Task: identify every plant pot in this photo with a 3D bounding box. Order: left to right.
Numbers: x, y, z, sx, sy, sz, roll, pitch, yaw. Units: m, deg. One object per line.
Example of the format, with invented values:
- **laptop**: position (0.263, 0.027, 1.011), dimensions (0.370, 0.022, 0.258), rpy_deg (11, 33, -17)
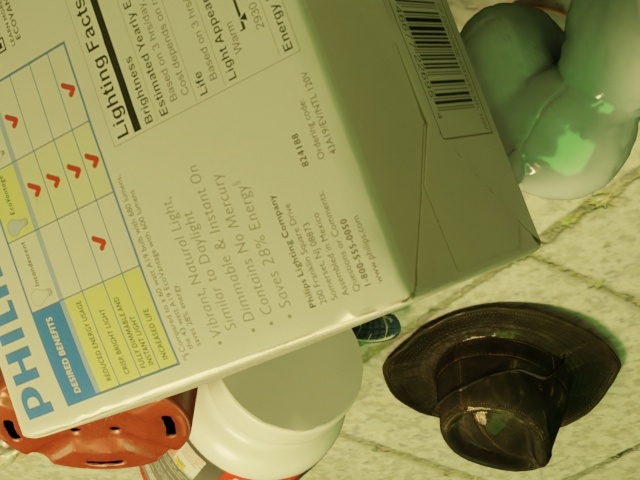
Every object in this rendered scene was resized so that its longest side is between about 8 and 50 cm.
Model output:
- **plant pot**: position (-0.228, 0.080, 1.276), dimensions (0.272, 0.265, 0.272), rpy_deg (-1, 144, -1)

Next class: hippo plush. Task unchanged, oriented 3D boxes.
- **hippo plush**: position (0.242, -0.144, 0.963), dimensions (0.234, 0.294, 0.236), rpy_deg (-16, 154, -45)

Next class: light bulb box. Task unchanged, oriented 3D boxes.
- **light bulb box**: position (-0.087, -0.081, 0.922), dimensions (0.361, 0.358, 0.225), rpy_deg (-23, 175, 32)

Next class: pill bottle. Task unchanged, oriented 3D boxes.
- **pill bottle**: position (-0.091, 0.208, 1.468), dimensions (0.210, 0.210, 0.363), rpy_deg (11, 151, -15)

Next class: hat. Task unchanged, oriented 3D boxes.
- **hat**: position (0.247, 0.223, 1.594), dimensions (0.331, 0.134, 0.331), rpy_deg (-1, 144, -1)

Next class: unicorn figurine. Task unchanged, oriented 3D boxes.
- **unicorn figurine**: position (-0.494, 0.301, 1.754), dimensions (0.162, 0.060, 0.111), rpy_deg (19, 139, -24)

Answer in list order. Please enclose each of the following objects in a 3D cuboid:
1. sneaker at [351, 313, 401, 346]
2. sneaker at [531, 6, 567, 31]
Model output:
- **sneaker**: position (0.037, 0.112, 1.515), dimensions (0.135, 0.052, 0.058), rpy_deg (-2, 152, 18)
- **sneaker**: position (0.145, -0.101, 1.151), dimensions (0.099, 0.121, 0.262), rpy_deg (16, 142, -22)
